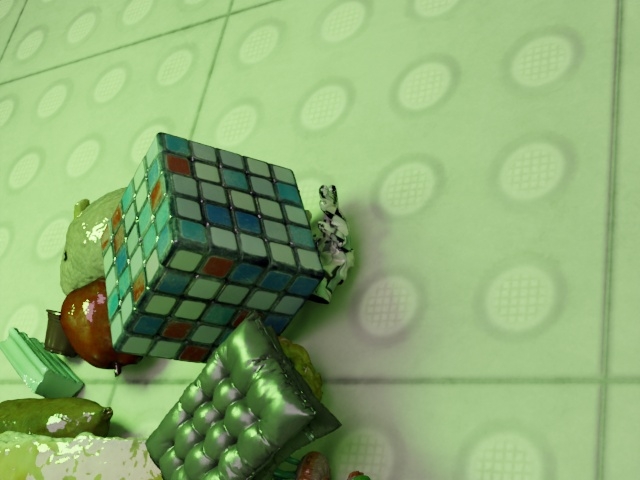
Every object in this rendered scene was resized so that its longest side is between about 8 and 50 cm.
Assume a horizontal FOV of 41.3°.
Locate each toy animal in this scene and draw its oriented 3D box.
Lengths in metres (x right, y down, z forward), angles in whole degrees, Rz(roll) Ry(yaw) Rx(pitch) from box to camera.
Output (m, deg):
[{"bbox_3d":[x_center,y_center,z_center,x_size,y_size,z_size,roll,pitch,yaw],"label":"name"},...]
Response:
[{"bbox_3d":[-0.432,-0.009,1.841,0.358,0.188,0.226,-23,56,21],"label":"toy animal"},{"bbox_3d":[0.001,0.394,1.341,0.208,0.100,0.103,12,93,32],"label":"toy animal"}]

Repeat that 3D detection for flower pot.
[{"bbox_3d":[-0.557,0.206,1.857,0.111,0.111,0.089,9,81,39],"label":"flower pot"}]

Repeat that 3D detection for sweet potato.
[{"bbox_3d":[-0.548,0.391,1.702,0.370,0.158,0.157,-9,57,23],"label":"sweet potato"}]

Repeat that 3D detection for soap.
[{"bbox_3d":[-0.607,0.272,1.836,0.198,0.114,0.063,31,83,45],"label":"soap"}]

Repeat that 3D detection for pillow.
[{"bbox_3d":[-0.139,0.305,1.347,0.326,0.101,0.228,-49,50,14],"label":"pillow"}]

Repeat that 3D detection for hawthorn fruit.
[{"bbox_3d":[-0.428,0.182,1.728,0.185,0.185,0.202,-28,66,19],"label":"hawthorn fruit"}]

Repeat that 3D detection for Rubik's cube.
[{"bbox_3d":[-0.203,0.027,1.523,0.287,0.293,0.292,-54,39,33],"label":"Rubik's cube"}]

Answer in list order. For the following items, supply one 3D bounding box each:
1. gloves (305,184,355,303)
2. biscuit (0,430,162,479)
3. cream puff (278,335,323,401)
[{"bbox_3d":[0.008,0.003,1.574,0.127,0.111,0.212,-13,54,65],"label":"gloves"},{"bbox_3d":[-0.461,0.531,1.487,0.429,0.104,0.446,6,72,15],"label":"biscuit"},{"bbox_3d":[-0.063,0.246,1.462,0.156,0.121,0.156,2,97,20],"label":"cream puff"}]
